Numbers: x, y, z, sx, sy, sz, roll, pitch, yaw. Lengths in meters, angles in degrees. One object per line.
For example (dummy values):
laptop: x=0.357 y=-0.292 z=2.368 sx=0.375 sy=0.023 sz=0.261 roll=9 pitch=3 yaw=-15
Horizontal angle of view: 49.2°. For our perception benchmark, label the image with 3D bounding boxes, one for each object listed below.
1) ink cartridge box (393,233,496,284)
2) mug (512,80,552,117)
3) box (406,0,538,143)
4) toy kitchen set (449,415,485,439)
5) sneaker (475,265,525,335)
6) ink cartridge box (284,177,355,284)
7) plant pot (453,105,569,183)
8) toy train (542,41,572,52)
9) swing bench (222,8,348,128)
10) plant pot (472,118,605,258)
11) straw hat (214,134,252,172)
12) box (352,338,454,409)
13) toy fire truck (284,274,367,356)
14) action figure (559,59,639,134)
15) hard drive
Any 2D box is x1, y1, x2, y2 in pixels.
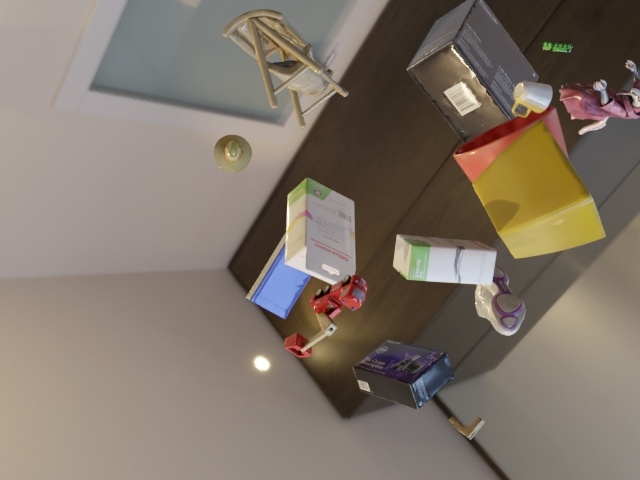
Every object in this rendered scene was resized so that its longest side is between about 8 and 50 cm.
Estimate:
ink cartridge box: x=0.385 y=0.059 z=2.186 sx=0.272 sy=0.115 sz=0.198 roll=5 pitch=-171 yaw=-7
mug: x=0.443 y=-0.301 z=1.476 sx=0.064 sy=0.078 sz=0.062 roll=13 pitch=-172 yaw=-21
box: x=0.471 y=-0.505 z=2.119 sx=0.343 sy=0.179 sz=0.313 roll=47 pitch=-132 yaw=-18
toy kitchen set: x=0.471 y=0.581 z=2.224 sx=0.083 sy=0.075 sz=0.068 roll=39 pitch=177 yaw=40
sneaker: x=0.566 y=0.214 z=2.229 sx=0.114 sy=0.152 sz=0.305 roll=8 pitch=-147 yaw=-5
ink cartridge box: x=0.000 y=0.000 z=2.223 sx=0.207 sy=0.119 sz=0.354 roll=25 pitch=-133 yaw=-29
plant pot: x=0.515 y=-0.175 z=1.788 sx=0.243 sy=0.274 sz=0.275 roll=62 pitch=-157 yaw=-9
toy train: x=0.676 y=-0.552 z=1.995 sx=0.083 sy=0.024 sz=0.017 roll=15 pitch=-150 yaw=24
swing bench: x=-0.086 y=-0.459 z=1.810 sx=0.255 sy=0.165 sz=0.253 roll=58 pitch=-167 yaw=11
plant pot: x=0.445 y=-0.082 z=1.459 sx=0.212 sy=0.187 sz=0.212 roll=38 pitch=-154 yaw=-55
straw hat: x=-0.304 y=-0.313 z=2.436 sx=0.144 sy=0.144 sz=0.061 roll=35 pitch=164 yaw=1
box: x=0.261 y=0.418 z=2.217 sx=0.184 sy=0.103 sz=0.261 roll=-29 pitch=-159 yaw=-34
toy fire truck: x=0.013 y=0.160 z=1.468 sx=0.047 sy=0.192 sz=0.135 roll=38 pitch=-135 yaw=-25
action figure: x=1.023 y=-0.475 z=2.473 sx=0.248 sy=0.276 sz=0.370 roll=-23 pitch=-156 yaw=-18
hard drive: x=-0.114 y=0.111 z=2.534 sx=0.040 sy=0.319 sz=0.210 roll=27 pitch=174 yaw=42
